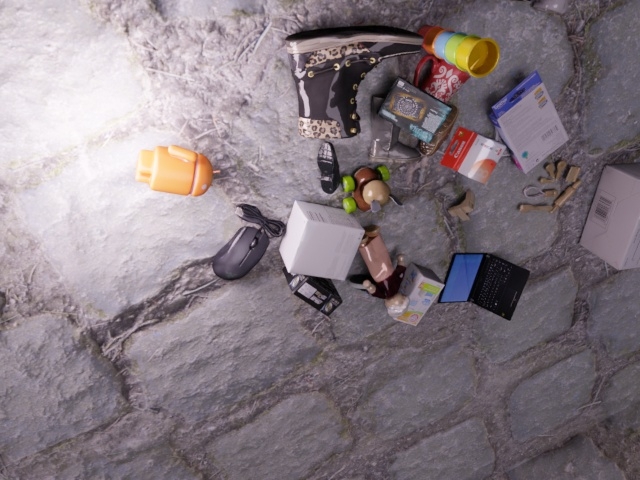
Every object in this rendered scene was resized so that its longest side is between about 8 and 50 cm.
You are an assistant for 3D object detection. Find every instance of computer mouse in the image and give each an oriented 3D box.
[{"bbox_3d":[-0.246,0.029,1.691,0.188,0.072,0.272,28,107,-31],"label":"computer mouse"}]

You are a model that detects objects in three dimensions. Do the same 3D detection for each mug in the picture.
[{"bbox_3d":[0.337,-0.466,1.591,0.150,0.113,0.169,36,110,-4],"label":"mug"}]

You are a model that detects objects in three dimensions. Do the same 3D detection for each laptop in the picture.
[{"bbox_3d":[0.626,0.181,2.044,0.136,0.264,0.234,-27,136,-49],"label":"laptop"}]

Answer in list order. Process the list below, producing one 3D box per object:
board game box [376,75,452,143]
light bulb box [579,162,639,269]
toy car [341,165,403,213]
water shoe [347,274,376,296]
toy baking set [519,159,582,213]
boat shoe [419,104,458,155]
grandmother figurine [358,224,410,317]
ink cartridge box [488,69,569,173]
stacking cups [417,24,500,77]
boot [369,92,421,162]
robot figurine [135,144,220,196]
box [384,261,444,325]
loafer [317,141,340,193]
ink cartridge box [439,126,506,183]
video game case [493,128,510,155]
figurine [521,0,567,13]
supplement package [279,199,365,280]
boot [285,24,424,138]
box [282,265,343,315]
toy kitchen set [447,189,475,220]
[{"bbox_3d":[0.275,-0.382,1.559,0.186,0.026,0.126,27,117,-11],"label":"board game box"},{"bbox_3d":[1.266,-0.104,2.044,0.360,0.225,0.358,-6,120,-17],"label":"light bulb box"},{"bbox_3d":[0.174,-0.134,1.660,0.155,0.188,0.149,-18,123,-16],"label":"toy car"},{"bbox_3d":[0.190,0.175,1.929,0.203,0.073,0.080,3,121,-20],"label":"water shoe"},{"bbox_3d":[0.855,-0.188,1.973,0.196,0.030,0.256,28,107,-27],"label":"toy baking set"},{"bbox_3d":[0.383,-0.351,1.697,0.060,0.064,0.178,0,126,-55],"label":"boat shoe"},{"bbox_3d":[0.223,0.117,1.841,0.207,0.104,0.343,-31,110,-21],"label":"grandmother figurine"},{"bbox_3d":[0.681,-0.389,1.746,0.185,0.065,0.311,-40,126,7],"label":"ink cartridge box"},{"bbox_3d":[0.349,-0.526,1.419,0.095,0.316,0.096,-10,125,-15],"label":"stacking cups"},{"bbox_3d":[0.240,-0.348,1.644,0.189,0.076,0.209,-3,114,-18],"label":"boot"},{"bbox_3d":[-0.396,-0.191,1.474,0.219,0.128,0.158,8,110,-23],"label":"robot figurine"},{"bbox_3d":[0.348,0.203,1.981,0.114,0.103,0.203,21,111,-28],"label":"box"},{"bbox_3d":[0.030,-0.232,1.649,0.061,0.062,0.170,-42,141,-43],"label":"loafer"},{"bbox_3d":[0.512,-0.285,1.775,0.179,0.045,0.146,15,116,-22],"label":"ink cartridge box"},{"bbox_3d":[0.663,-0.359,1.807,0.157,0.019,0.143,-8,122,-15],"label":"video game case"},{"bbox_3d":[0.646,-0.782,1.515,0.214,0.092,0.210,6,113,-23],"label":"figurine"},{"bbox_3d":[0.000,0.000,1.712,0.203,0.149,0.194,10,116,-24],"label":"supplement package"},{"bbox_3d":[0.095,-0.443,1.488,0.377,0.138,0.284,-8,121,-10],"label":"boot"},{"bbox_3d":[-0.028,0.152,1.795,0.077,0.147,0.180,-46,124,11],"label":"box"},{"bbox_3d":[0.513,-0.121,1.891,0.083,0.075,0.068,-18,132,42],"label":"toy kitchen set"}]
